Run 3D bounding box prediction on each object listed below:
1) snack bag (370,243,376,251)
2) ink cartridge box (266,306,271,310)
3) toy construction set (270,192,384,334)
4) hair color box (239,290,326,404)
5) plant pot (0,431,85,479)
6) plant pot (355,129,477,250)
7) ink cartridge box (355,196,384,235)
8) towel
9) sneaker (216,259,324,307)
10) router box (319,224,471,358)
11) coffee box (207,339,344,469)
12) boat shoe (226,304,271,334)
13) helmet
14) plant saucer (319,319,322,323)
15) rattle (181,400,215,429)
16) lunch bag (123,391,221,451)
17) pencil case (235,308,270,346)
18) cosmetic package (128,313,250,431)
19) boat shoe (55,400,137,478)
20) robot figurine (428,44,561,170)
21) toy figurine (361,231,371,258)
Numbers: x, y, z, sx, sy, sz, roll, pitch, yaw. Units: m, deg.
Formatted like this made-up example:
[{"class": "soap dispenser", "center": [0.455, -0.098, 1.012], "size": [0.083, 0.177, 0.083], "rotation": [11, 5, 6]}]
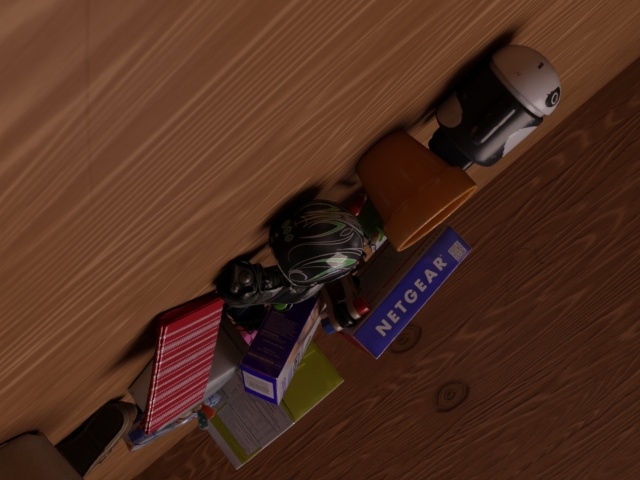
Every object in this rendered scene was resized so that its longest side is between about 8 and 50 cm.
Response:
[{"class": "snack bag", "center": [0.308, -0.076, 2.331], "size": [0.323, 0.037, 0.342], "rotation": [-40, 170, 0]}, {"class": "ink cartridge box", "center": [-0.139, 0.224, 2.075], "size": [0.115, 0.029, 0.063], "rotation": [-30, 166, -45]}, {"class": "toy construction set", "center": [0.033, 0.026, 1.434], "size": [0.309, 0.257, 0.237], "rotation": [-57, 180, 22]}, {"class": "hair color box", "center": [-0.079, 0.225, 1.618], "size": [0.185, 0.110, 0.339], "rotation": [94, 19, -57]}, {"class": "plant pot", "center": [-0.575, 0.567, 1.250], "size": [0.333, 0.305, 0.334], "rotation": [-38, 170, -8]}, {"class": "plant pot", "center": [0.178, -0.114, 1.281], "size": [0.205, 0.188, 0.205], "rotation": [-37, 170, -8]}, {"class": "ink cartridge box", "center": [0.186, -0.070, 1.758], "size": [0.188, 0.097, 0.255], "rotation": [-34, 168, -26]}, {"class": "towel", "center": [-0.287, 0.250, 1.322], "size": [0.198, 0.031, 0.275], "rotation": [-23, 132, -59]}, {"class": "sneaker", "center": [-0.104, 0.084, 1.275], "size": [0.227, 0.087, 0.130], "rotation": [-7, 167, 6]}, {"class": "router box", "center": [0.167, 0.107, 1.529], "size": [0.335, 0.082, 0.301], "rotation": [-47, -168, -7]}, {"class": "coffee box", "center": [-0.196, 0.483, 2.123], "size": [0.334, 0.338, 0.337], "rotation": [-46, 168, 30]}, {"class": "boat shoe", "center": [-0.169, 0.184, 1.629], "size": [0.109, 0.089, 0.258], "rotation": [-39, 170, 0]}, {"class": "helmet", "center": [0.000, 0.000, 1.214], "size": [0.161, 0.170, 0.169], "rotation": [-23, 174, 15]}, {"class": "plant saucer", "center": [0.018, 0.196, 2.042], "size": [0.241, 0.240, 0.037], "rotation": [-25, 132, -54]}, {"class": "rattle", "center": [-0.352, 0.439, 1.772], "size": [0.142, 0.199, 0.130], "rotation": [31, 74, -71]}, {"class": "lunch bag", "center": [-0.464, 0.526, 1.938], "size": [0.303, 0.115, 0.243], "rotation": [-35, 172, 28]}, {"class": "pencil case", "center": [-0.205, 0.287, 1.931], "size": [0.209, 0.095, 0.098], "rotation": [-18, 146, -55]}, {"class": "cosmetic package", "center": [-0.325, 0.332, 1.594], "size": [0.224, 0.138, 0.224], "rotation": [-25, 163, -49]}, {"class": "boat shoe", "center": [-0.585, 0.530, 1.602], "size": [0.307, 0.111, 0.104], "rotation": [-40, 169, 3]}, {"class": "robot figurine", "center": [0.351, -0.261, 1.284], "size": [0.173, 0.209, 0.278], "rotation": [21, 127, -36]}, {"class": "toy figurine", "center": [0.132, 0.090, 1.964], "size": [0.148, 0.213, 0.209], "rotation": [-52, 180, -28]}]
